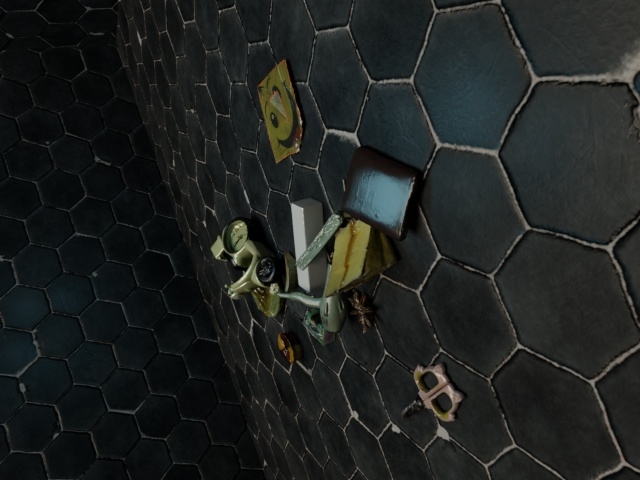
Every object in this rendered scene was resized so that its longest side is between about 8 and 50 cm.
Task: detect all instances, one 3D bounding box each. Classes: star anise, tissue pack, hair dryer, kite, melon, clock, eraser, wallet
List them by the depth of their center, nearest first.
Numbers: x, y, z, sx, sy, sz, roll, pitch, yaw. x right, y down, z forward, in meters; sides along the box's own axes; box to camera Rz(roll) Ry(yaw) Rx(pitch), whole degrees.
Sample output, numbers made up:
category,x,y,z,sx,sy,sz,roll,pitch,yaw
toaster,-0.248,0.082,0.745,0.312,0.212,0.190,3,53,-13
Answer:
category,x,y,z,sx,sy,sz,roll,pitch,yaw
wallet,0.146,-0.117,1.141,0.229,0.049,0.181,36,120,46
star anise,0.128,0.204,1.374,0.141,0.042,0.141,52,152,44
hair dryer,-0.016,0.144,1.471,0.267,0.092,0.229,30,119,24
eraser,-0.034,0.017,1.522,0.076,0.078,0.298,30,130,52
kite,-0.141,-0.424,1.532,0.327,0.013,0.377,53,148,32
tissue pack,-0.008,0.305,1.636,0.111,0.079,0.085,41,140,44
melon,-0.117,0.141,1.771,0.098,0.054,0.182,47,143,48
clock,-0.308,0.083,1.915,0.276,0.120,0.379,-48,50,20

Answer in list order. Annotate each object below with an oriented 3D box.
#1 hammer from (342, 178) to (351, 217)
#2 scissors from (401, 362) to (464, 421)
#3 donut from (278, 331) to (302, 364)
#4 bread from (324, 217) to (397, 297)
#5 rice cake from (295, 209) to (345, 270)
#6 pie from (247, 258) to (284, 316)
category,x,y,z,sx,sy,sz,roll,pitch,yaw
hammer,0.075,-0.120,1.320,0.035,0.019,0.110,4,104,60
scissors,0.280,0.432,1.252,0.160,0.024,0.317,58,149,25
donut,-0.128,0.447,1.953,0.140,0.059,0.140,38,137,48
bread,0.077,0.035,1.271,0.178,0.135,0.240,67,151,11
rice cake,0.000,0.000,1.410,0.042,0.045,0.245,37,125,0
pie,-0.243,0.189,2.002,0.306,0.071,0.306,37,137,45
